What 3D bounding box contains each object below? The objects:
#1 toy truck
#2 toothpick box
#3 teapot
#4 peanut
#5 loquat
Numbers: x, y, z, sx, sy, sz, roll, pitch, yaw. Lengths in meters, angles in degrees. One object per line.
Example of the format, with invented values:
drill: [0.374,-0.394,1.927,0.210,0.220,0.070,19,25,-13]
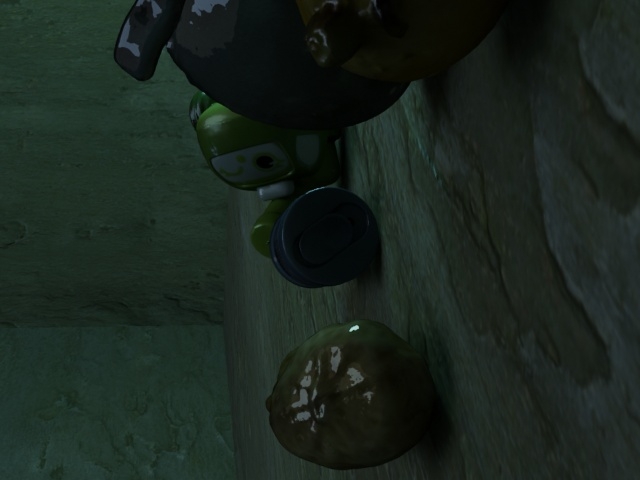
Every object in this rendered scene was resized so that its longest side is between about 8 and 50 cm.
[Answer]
toy truck: [-0.046,-0.104,1.468,0.187,0.148,0.211,-44,-63,-58]
toothpick box: [0.000,0.000,1.319,0.153,0.101,0.101,155,114,-81]
teapot: [-0.033,-0.246,0.941,0.223,0.305,0.285,61,149,33]
peanut: [0.019,0.133,1.072,0.253,0.137,0.122,139,117,-82]
loquat: [0.047,-0.177,0.765,0.172,0.149,0.204,104,-168,-53]
